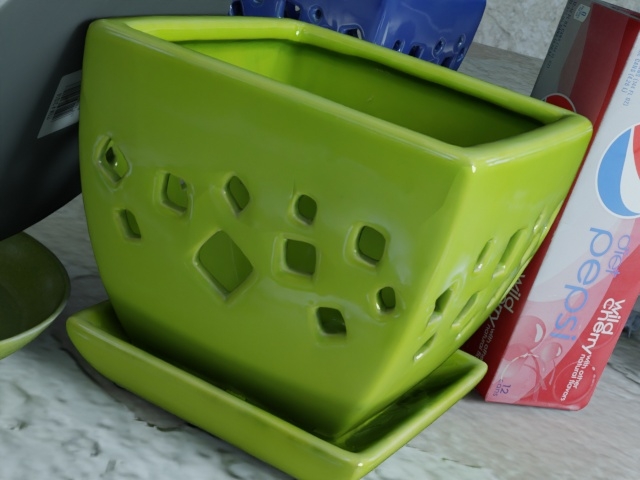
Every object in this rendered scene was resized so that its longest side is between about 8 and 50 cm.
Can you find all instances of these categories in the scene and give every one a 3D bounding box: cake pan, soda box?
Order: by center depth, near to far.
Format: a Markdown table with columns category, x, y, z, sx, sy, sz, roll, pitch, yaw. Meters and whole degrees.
| category | x | y | z | sx | sy | sz | roll | pitch | yaw |
| --- | --- | --- | --- | --- | --- | --- | --- | --- | --- |
| cake pan | -0.154 | -0.099 | 0.624 | 0.054 | 0.293 | 0.293 | 44 | 25 | 10 |
| soda box | 0.171 | -0.020 | 0.737 | 0.092 | 0.263 | 0.083 | 10 | 19 | -26 |

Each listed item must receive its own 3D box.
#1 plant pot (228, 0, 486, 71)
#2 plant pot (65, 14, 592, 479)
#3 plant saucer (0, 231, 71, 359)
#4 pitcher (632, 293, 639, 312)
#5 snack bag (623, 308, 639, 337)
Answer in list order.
| category | x | y | z | sx | sy | sz | roll | pitch | yaw |
| --- | --- | --- | --- | --- | --- | --- | --- | --- | --- |
| plant pot | 0.027 | -0.221 | 1.315 | 0.236 | 0.212 | 0.236 | 25 | 21 | 30 |
| plant pot | 0.000 | 0.000 | 0.643 | 0.228 | 0.207 | 0.227 | 22 | 19 | 23 |
| plant saucer | -0.267 | 0.025 | 0.634 | 0.240 | 0.037 | 0.241 | 14 | 18 | -5 |
| pitcher | 0.191 | -0.006 | 0.891 | 0.207 | 0.126 | 0.178 | 17 | -26 | 27 |
| snack bag | 0.074 | -0.010 | 1.008 | 0.323 | 0.037 | 0.342 | 6 | 20 | -27 |
